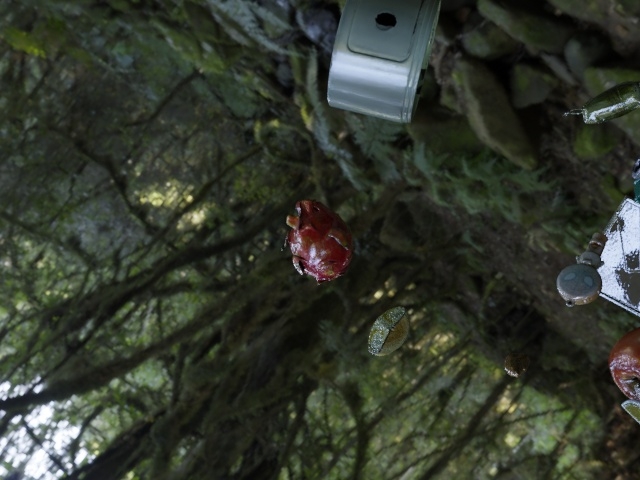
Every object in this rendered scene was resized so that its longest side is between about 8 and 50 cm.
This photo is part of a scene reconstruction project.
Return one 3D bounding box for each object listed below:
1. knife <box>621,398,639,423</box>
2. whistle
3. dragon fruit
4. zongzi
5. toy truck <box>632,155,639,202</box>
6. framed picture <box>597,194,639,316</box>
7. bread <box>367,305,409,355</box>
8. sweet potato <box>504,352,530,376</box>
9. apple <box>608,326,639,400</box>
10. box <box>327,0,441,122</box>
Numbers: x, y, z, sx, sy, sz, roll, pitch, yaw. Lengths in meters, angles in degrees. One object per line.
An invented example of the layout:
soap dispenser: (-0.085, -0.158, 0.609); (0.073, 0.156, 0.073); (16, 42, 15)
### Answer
knife: (0.678, 0.390, 1.379); (0.343, 0.027, 0.061); (-132, 28, -62)
whistle: (0.660, 0.076, 1.839); (0.107, 0.220, 0.057); (15, 154, 36)
dragon fruit: (0.000, 0.000, 1.393); (0.133, 0.136, 0.166); (-1, 107, 66)
zongzi: (0.574, -0.274, 1.490); (0.062, 0.154, 0.130); (62, -149, -9)
toy truck: (0.505, -0.084, 0.994); (0.110, 0.116, 0.216); (16, 157, 3)
framed picture: (0.827, 0.047, 1.942); (0.211, 0.289, 0.020); (29, -145, 14)
bread: (0.207, 0.262, 2.130); (0.094, 0.157, 0.083); (22, -178, -29)
sweet potato: (0.492, 0.310, 1.848); (0.060, 0.068, 0.206); (52, -162, 9)
apple: (0.701, 0.258, 1.529); (0.181, 0.168, 0.181); (43, 156, 25)
box: (0.114, -0.332, 1.306); (0.149, 0.226, 0.226); (14, -173, 7)
